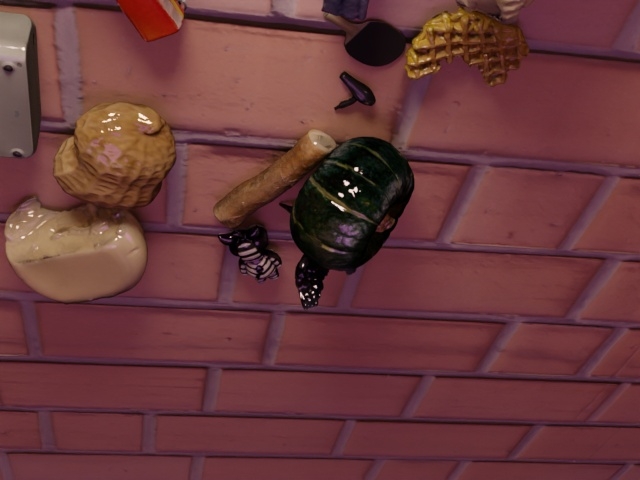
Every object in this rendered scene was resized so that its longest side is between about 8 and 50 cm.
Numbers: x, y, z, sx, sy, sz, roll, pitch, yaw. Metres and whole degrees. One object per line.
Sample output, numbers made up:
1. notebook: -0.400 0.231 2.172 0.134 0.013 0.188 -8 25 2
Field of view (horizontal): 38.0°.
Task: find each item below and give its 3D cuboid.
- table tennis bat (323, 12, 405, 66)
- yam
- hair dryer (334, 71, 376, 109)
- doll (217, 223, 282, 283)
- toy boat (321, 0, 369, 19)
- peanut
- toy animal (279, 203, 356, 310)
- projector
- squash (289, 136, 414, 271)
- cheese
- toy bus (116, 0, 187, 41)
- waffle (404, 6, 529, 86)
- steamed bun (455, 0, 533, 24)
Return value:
1. table tennis bat: 0.068 -0.326 1.483 0.157 0.013 0.087 25 136 -35
2. yam: -0.088 -0.111 1.727 0.066 0.066 0.300 27 135 -36
3. hair dryer: 0.044 -0.247 1.585 0.079 0.031 0.083 37 137 -29
4. doll: -0.138 0.024 1.911 0.091 0.067 0.219 -13 149 8
5. toy boat: 0.050 -0.426 1.244 0.078 0.127 0.283 5 146 -2
6. peanut: -0.352 -0.145 1.617 0.197 0.110 0.233 17 141 -27
7. toy animal: -0.004 0.002 1.848 0.197 0.272 0.160 31 166 14
8. projector: -0.551 -0.243 1.459 0.198 0.108 0.250 5 144 -11
9. squash: 0.058 -0.065 1.660 0.165 0.252 0.252 41 143 13
10. cheese: -0.472 0.016 1.819 0.266 0.127 0.233 -10 141 5
11. toy bus: -0.263 -0.367 1.338 0.079 0.077 0.174 -15 144 14
12. waffle: 0.235 -0.305 1.496 0.194 0.051 0.149 9 143 -25
13. steamed bun: 0.232 -0.476 1.100 0.347 0.237 0.394 5 122 -56
